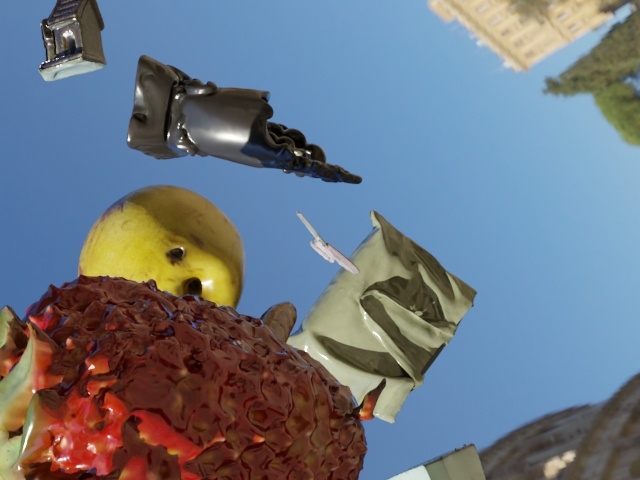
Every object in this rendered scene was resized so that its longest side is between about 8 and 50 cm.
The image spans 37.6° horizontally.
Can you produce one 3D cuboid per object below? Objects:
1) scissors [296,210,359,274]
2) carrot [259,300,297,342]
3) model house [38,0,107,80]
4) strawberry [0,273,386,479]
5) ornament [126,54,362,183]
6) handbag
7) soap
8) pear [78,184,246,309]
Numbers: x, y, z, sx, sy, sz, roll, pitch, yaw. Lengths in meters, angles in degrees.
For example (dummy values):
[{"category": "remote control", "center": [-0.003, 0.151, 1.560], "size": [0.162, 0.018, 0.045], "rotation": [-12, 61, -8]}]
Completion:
[{"category": "scissors", "center": [0.000, 0.000, 1.471], "size": [0.100, 0.015, 0.189], "rotation": [30, 170, 33]}, {"category": "carrot", "center": [-0.058, 0.106, 1.134], "size": [0.048, 0.048, 0.139], "rotation": [54, -159, -11]}, {"category": "model house", "center": [-0.456, -0.371, 1.678], "size": [0.106, 0.165, 0.152], "rotation": [-2, -95, -61]}, {"category": "strawberry", "center": [-0.099, 0.158, 0.756], "size": [0.343, 0.292, 0.292], "rotation": [-6, -114, -27]}, {"category": "ornament", "center": [-0.075, -0.119, 1.073], "size": [0.260, 0.106, 0.251], "rotation": [14, -177, -1]}, {"category": "handbag", "center": [0.104, 0.145, 1.650], "size": [0.253, 0.316, 0.109], "rotation": [36, 170, -7]}, {"category": "soap", "center": [0.211, 0.445, 1.726], "size": [0.230, 0.145, 0.091], "rotation": [8, -122, -66]}, {"category": "pear", "center": [-0.251, 0.047, 1.505], "size": [0.280, 0.280, 0.281], "rotation": [38, -145, -34]}]
